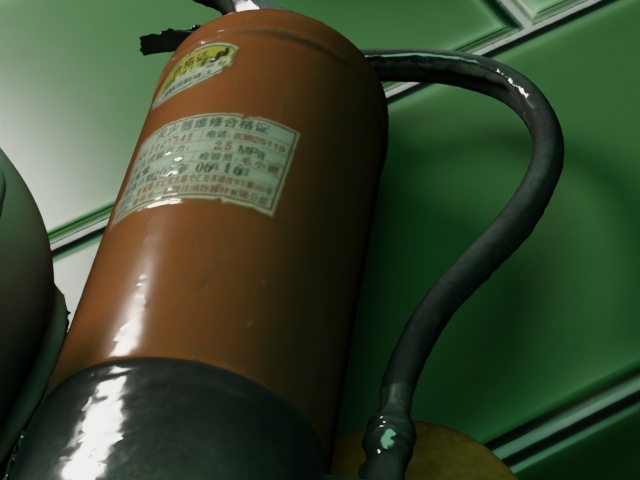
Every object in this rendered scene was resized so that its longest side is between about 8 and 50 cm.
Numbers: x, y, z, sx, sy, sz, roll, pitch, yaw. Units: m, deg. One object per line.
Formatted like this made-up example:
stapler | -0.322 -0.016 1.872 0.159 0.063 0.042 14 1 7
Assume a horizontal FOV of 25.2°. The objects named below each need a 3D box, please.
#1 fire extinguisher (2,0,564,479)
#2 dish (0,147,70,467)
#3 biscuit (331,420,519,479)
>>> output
fire extinguisher | -0.005 0.007 0.621 0.200 0.113 0.376 19 41 -9
dish | -0.159 0.049 0.601 0.246 0.078 0.224 -21 44 57
biscuit | 0.008 0.160 0.542 0.192 0.036 0.186 -20 51 -3
